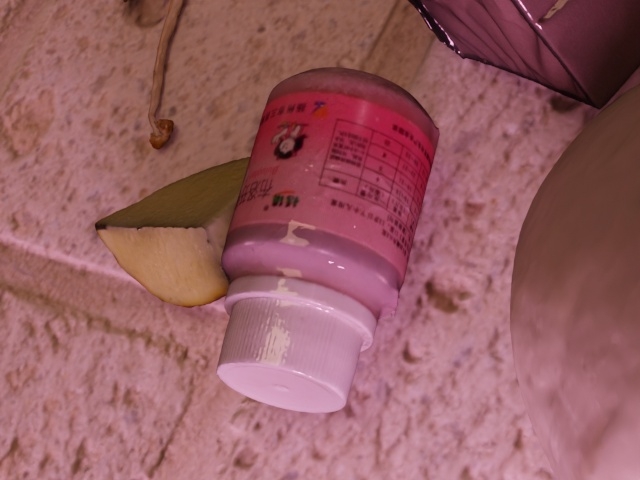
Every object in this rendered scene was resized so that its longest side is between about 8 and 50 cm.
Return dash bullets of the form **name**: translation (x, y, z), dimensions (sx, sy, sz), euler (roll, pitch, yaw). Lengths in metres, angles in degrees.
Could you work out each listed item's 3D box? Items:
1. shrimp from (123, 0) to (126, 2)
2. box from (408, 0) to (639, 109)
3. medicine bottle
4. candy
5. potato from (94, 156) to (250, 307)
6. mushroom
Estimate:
- **shrimp**: translation (-0.226, -0.285, 1.588), dimensions (0.124, 0.034, 0.178), euler (-22, 54, 19)
- **box**: translation (0.152, -0.227, 1.211), dimensions (0.153, 0.188, 0.252), euler (-47, 28, -3)
- **medicine bottle**: translation (0.000, 0.000, 1.242), dimensions (0.147, 0.147, 0.247), euler (2, 64, 28)
- **candy**: translation (0.271, 0.013, 1.019), dimensions (0.386, 0.186, 0.427), euler (-45, 28, 3)
- **potato**: translation (-0.091, -0.009, 1.356), dimensions (0.149, 0.081, 0.120), euler (1, 32, 46)
- **mushroom**: translation (-0.136, -0.207, 1.507), dimensions (0.028, 0.026, 0.286), euler (-1, 60, 9)
